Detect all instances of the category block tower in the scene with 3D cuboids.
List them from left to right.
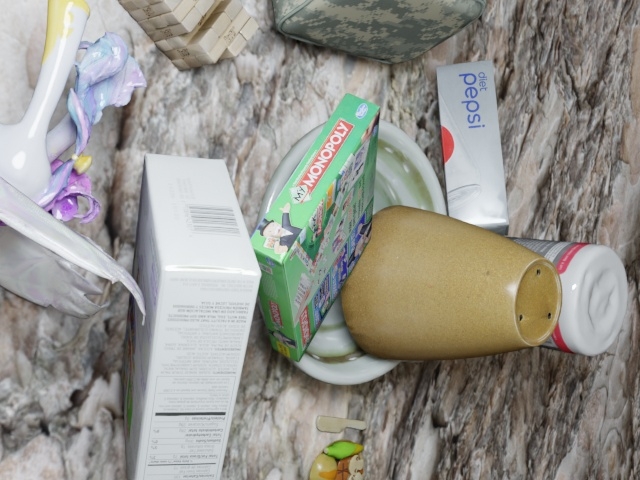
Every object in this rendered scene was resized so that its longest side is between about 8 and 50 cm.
[{"bbox_3d":[-0.220,-0.349,0.971,0.335,0.097,0.091,47,63,-33],"label":"block tower"}]

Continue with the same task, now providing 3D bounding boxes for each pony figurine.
[{"bbox_3d":[-0.321,-0.073,0.812,0.351,0.303,0.364,28,67,-22],"label":"pony figurine"}]

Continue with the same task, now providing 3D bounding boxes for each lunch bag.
[{"bbox_3d":[0.069,-0.418,1.152,0.305,0.212,0.256,1,73,-43],"label":"lunch bag"}]

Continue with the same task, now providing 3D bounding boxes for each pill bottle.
[{"bbox_3d":[0.328,0.082,1.357,0.176,0.318,0.176,-5,98,-42],"label":"pill bottle"}]

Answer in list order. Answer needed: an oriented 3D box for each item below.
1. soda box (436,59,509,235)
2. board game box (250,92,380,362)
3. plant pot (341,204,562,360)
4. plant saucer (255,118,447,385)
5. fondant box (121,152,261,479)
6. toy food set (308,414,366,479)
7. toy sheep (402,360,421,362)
[{"bbox_3d":[0.252,-0.149,1.355,0.091,0.098,0.286,46,41,-75],"label":"soda box"},{"bbox_3d":[0.000,0.000,0.977,0.213,0.046,0.317,-58,165,-22],"label":"board game box"},{"bbox_3d":[0.201,0.074,1.152,0.237,0.254,0.237,-6,99,-42],"label":"plant pot"},{"bbox_3d":[0.035,0.013,1.232,0.400,0.100,0.401,-5,98,-43],"label":"plant saucer"},{"bbox_3d":[-0.155,0.104,0.886,0.096,0.238,0.330,4,120,-18],"label":"fondant box"},{"bbox_3d":[0.029,0.383,1.300,0.132,0.038,0.192,15,84,-42],"label":"toy food set"},{"bbox_3d":[0.155,0.164,1.369,0.132,0.091,0.091,-9,100,-28],"label":"toy sheep"}]
